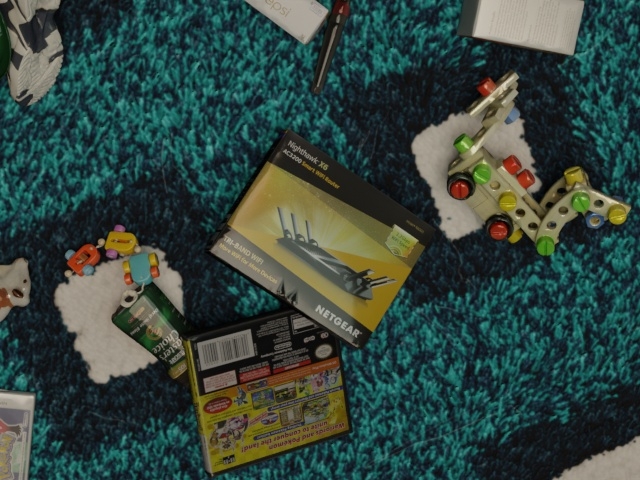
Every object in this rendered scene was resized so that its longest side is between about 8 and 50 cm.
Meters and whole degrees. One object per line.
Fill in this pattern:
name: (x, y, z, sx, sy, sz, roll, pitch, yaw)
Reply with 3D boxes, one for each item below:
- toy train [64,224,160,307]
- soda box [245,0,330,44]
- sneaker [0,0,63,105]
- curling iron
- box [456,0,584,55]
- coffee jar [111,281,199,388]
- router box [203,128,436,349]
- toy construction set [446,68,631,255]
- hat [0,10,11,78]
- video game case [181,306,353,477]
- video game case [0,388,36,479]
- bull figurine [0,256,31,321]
toy train: (-0.341, 0.047, 1.940, 0.166, 0.046, 0.125, 32, 74, 26)
soda box: (-0.089, -0.403, 1.868, 0.216, 0.074, 0.069, 37, 98, -2)
sneaker: (-0.494, -0.343, 1.855, 0.153, 0.094, 0.235, 36, 139, 26)
curling iron: (0.018, -0.378, 1.920, 0.068, 0.035, 0.274, 11, 102, 5)
box: (0.324, -0.363, 1.903, 0.170, 0.130, 0.091, 9, 100, -7)
coffee jar: (-0.259, 0.161, 1.971, 0.096, 0.079, 0.184, -45, 102, 4)
router box: (0.000, 0.000, 1.940, 0.308, 0.081, 0.243, 33, 82, -11)
toy construction set: (0.339, -0.114, 1.941, 0.215, 0.151, 0.328, -36, 95, 27)
hat: (-0.593, -0.289, 1.770, 0.183, 0.173, 0.209, -34, 100, -42)
video game case: (-0.087, 0.247, 1.983, 0.274, 0.035, 0.248, -13, 102, -24)
video game case: (-0.592, 0.351, 2.004, 0.183, 0.023, 0.201, 6, 100, -7)
bull figurine: (-0.630, 0.109, 1.916, 0.310, 0.101, 0.188, -41, 98, 1)
